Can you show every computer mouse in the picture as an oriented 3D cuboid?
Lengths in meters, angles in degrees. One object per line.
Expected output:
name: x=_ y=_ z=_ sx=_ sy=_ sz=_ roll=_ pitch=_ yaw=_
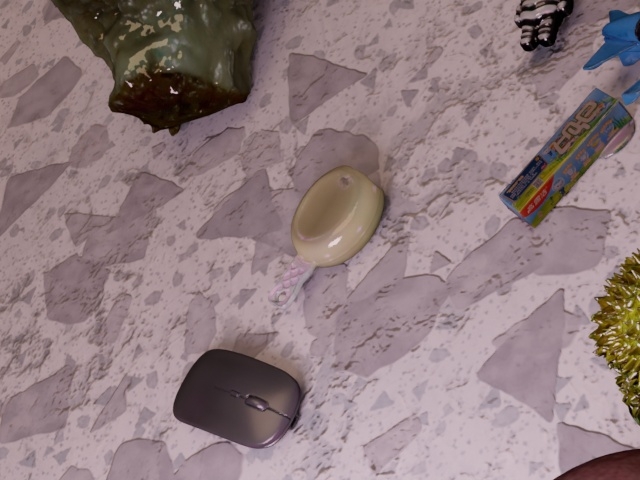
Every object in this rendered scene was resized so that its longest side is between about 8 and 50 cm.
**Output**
computer mouse: x=-0.123 y=0.217 z=2.076 sx=0.232 sy=0.057 sz=0.120 roll=14 pitch=70 yaw=47

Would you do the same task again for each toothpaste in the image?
toothpaste: x=0.322 y=-0.102 z=1.934 sx=0.193 sy=0.044 sz=0.070 roll=-49 pitch=40 yaw=1

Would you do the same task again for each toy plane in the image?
toy plane: x=0.470 y=-0.274 z=1.897 sx=0.271 sy=0.105 sz=0.254 roll=-9 pitch=40 yaw=42

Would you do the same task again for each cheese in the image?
cheese: x=0.000 y=0.000 z=2.131 sx=0.137 sy=0.064 sz=0.227 roll=26 pitch=80 yaw=50

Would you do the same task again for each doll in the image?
doll: x=0.322 y=-0.363 z=2.121 sx=0.091 sy=0.067 sz=0.219 roll=-12 pitch=51 yaw=41

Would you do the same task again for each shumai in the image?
shumai: x=-0.245 y=-0.348 z=2.474 sx=0.324 sy=0.397 sz=0.323 roll=-27 pitch=73 yaw=51

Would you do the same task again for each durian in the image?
durian: x=0.417 y=0.101 z=1.542 sx=0.225 sy=0.291 sz=0.291 roll=-48 pitch=39 yaw=-17

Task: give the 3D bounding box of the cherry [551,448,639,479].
cherry: x=0.313 y=0.307 z=1.501 sx=0.239 sy=0.206 sz=0.239 roll=-37 pitch=35 yaw=31
